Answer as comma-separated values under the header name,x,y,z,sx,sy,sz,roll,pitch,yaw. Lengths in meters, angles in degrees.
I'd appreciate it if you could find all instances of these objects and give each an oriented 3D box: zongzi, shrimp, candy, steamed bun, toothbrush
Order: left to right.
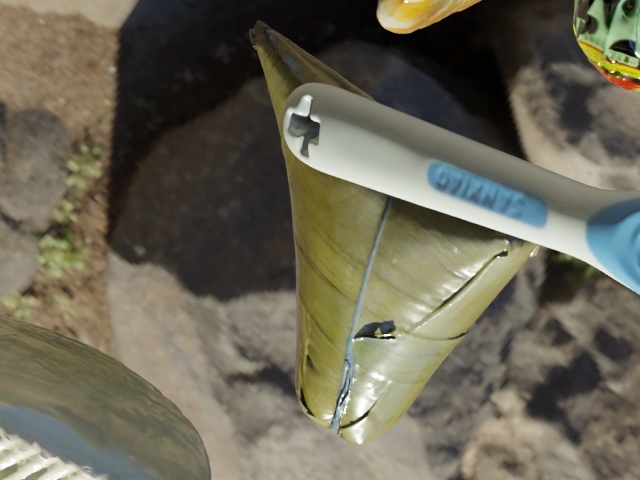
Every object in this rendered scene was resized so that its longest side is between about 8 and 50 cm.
name,x,y,z,sx,sy,sz,roll,pitch,yaw
steamed bun,-0.177,0.116,0.905,0.239,0.152,0.170,24,118,-7
zongzi,0.000,0.000,1.195,0.228,0.256,0.115,-55,175,27
shrimp,0.102,-0.184,1.013,0.161,0.049,0.166,-34,176,-13
candy,0.224,-0.227,1.024,0.091,0.083,0.305,6,128,-4
toothbrush,0.107,0.003,0.466,0.040,0.386,0.040,-12,112,-33
